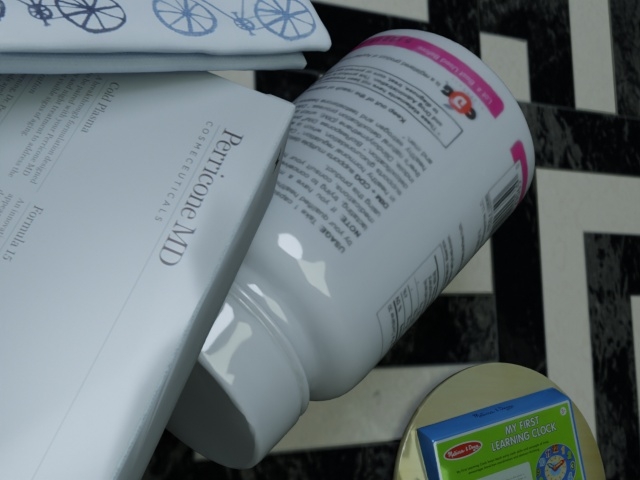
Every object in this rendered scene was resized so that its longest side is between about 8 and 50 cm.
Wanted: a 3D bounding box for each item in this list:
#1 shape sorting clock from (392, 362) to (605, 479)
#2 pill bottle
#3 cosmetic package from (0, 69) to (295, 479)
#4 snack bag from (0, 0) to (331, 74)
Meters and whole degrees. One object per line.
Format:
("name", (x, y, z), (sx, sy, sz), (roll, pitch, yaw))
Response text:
("shape sorting clock", (0.142, 0.198, 0.839), (0.206, 0.040, 0.206), (4, 81, -30))
("pill bottle", (0.000, 0.000, 0.698), (0.283, 0.160, 0.160), (-44, 108, -30))
("cosmetic package", (-0.210, 0.046, 0.485), (0.284, 0.097, 0.377), (22, 59, 3))
("snack bag", (-0.195, -0.209, 0.555), (0.323, 0.037, 0.342), (-6, 54, -31))
